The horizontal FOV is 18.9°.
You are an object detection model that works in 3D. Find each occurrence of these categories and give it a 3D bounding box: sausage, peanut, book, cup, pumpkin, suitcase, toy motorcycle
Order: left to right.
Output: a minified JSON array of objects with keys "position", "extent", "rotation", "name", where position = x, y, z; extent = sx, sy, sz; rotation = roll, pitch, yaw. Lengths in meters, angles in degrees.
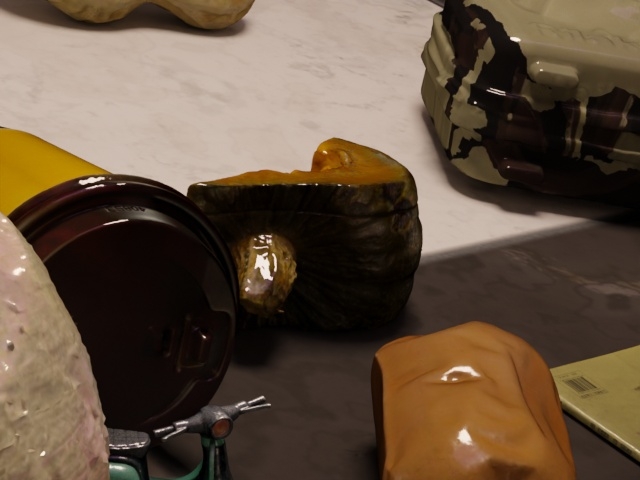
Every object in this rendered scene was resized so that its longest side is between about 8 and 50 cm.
[{"position":[-0.185,0.021,1.300],"extent":[0.196,0.196,0.279],"rotation":[-1,21,-31],"name":"cup"},{"position":[-0.198,-0.293,2.040],"extent":[0.298,0.136,0.120],"rotation":[5,9,-29],"name":"peanut"},{"position":[-0.110,0.138,1.173],"extent":[0.173,0.100,0.058],"rotation":[8,24,-10],"name":"toy motorcycle"},{"position":[0.000,0.003,1.498],"extent":[0.126,0.131,0.248],"rotation":[25,28,23],"name":"pumpkin"},{"position":[0.098,0.136,1.264],"extent":[0.136,0.120,0.241],"rotation":[2,25,3],"name":"sausage"},{"position":[0.276,-0.168,1.939],"extent":[0.351,0.194,0.339],"rotation":[10,22,-10],"name":"suitcase"},{"position":[0.282,0.140,1.486],"extent":[0.168,0.013,0.192],"rotation":[-9,32,-41],"name":"book"}]

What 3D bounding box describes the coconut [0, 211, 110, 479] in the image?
[{"position":[-0.243,0.100,0.958],"extent":[0.254,0.297,0.297],"rotation":[-28,45,-37],"name":"coconut"}]
